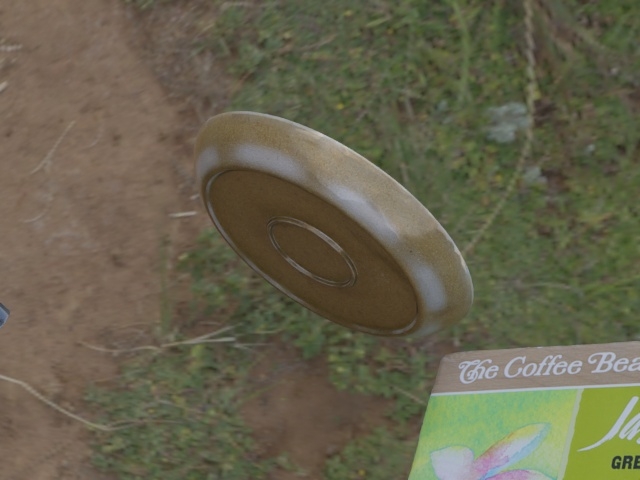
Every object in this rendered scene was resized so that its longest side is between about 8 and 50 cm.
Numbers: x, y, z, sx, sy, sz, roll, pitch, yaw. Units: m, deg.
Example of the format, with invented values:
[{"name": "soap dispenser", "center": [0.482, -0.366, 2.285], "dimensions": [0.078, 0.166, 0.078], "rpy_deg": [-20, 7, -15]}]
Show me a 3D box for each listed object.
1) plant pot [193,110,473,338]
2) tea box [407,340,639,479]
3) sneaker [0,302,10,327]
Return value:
[{"name": "plant pot", "center": [0.000, 0.000, 1.011], "dimensions": [0.236, 0.236, 0.032], "rpy_deg": [42, 64, -17]}, {"name": "tea box", "center": [0.226, 0.251, 0.898], "dimensions": [0.220, 0.329, 0.323], "rpy_deg": [45, 51, -37]}, {"name": "sneaker", "center": [-0.396, 0.093, 1.270], "dimensions": [0.118, 0.222, 0.083], "rpy_deg": [48, 23, -27]}]
